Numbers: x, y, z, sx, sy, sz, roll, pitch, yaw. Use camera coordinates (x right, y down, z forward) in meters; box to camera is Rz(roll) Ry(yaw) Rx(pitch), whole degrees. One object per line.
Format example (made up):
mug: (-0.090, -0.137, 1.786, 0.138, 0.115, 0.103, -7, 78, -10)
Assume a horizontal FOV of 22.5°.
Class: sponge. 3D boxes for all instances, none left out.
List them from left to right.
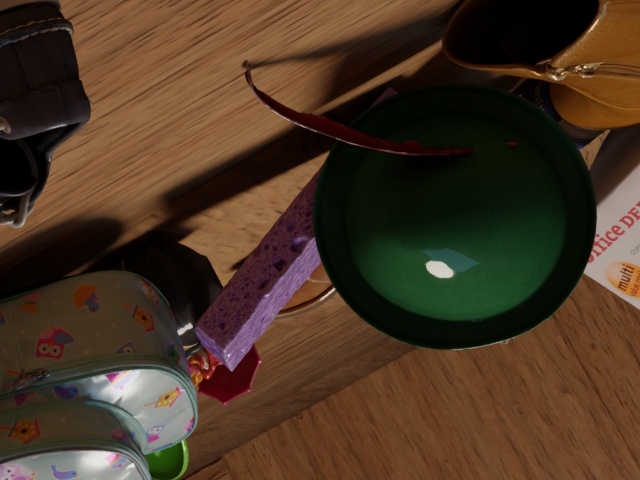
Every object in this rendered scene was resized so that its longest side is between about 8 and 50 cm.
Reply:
sponge: (-0.008, -0.006, 1.104, 0.210, 0.031, 0.117, -50, 173, -10)

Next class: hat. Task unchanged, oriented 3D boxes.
hat: (0.070, -0.015, 0.950, 0.208, 0.173, 0.183, -2, 180, 2)

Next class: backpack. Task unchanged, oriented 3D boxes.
backpack: (-0.173, 0.106, 1.040, 0.188, 0.144, 0.166, -25, 149, -4)

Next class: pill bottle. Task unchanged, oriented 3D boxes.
pill bottle: (0.206, -0.113, 1.286, 0.067, 0.067, 0.120, -23, 169, -30)

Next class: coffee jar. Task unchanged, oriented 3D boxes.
coffee jar: (-0.159, 0.071, 1.172, 0.184, 0.079, 0.096, -31, 171, 15)

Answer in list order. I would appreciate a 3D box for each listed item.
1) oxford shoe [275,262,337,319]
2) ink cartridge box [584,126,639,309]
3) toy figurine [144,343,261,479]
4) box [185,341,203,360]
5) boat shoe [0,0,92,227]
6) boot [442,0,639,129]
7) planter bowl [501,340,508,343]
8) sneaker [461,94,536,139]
oxford shoe: (0.000, 0.000, 1.357, 0.212, 0.076, 0.076, -31, 141, 29)
ink cartridge box: (0.332, -0.023, 1.226, 0.168, 0.233, 0.171, -58, -178, -32)
toy figurine: (-0.126, 0.126, 1.582, 0.159, 0.130, 0.173, -38, 154, -38)
box: (-0.146, 0.079, 1.308, 0.083, 0.062, 0.052, -20, 166, -39)
boat shoe: (-0.150, -0.033, 0.676, 0.075, 0.065, 0.206, -22, 169, -34)
boot: (0.164, -0.133, 1.042, 0.211, 0.104, 0.295, -8, 173, -27)
planter bowl: (0.149, 0.013, 1.603, 0.109, 0.162, 0.162, -54, 172, -5)
sneaker: (0.118, -0.062, 1.195, 0.295, 0.105, 0.147, 95, 12, -62)
